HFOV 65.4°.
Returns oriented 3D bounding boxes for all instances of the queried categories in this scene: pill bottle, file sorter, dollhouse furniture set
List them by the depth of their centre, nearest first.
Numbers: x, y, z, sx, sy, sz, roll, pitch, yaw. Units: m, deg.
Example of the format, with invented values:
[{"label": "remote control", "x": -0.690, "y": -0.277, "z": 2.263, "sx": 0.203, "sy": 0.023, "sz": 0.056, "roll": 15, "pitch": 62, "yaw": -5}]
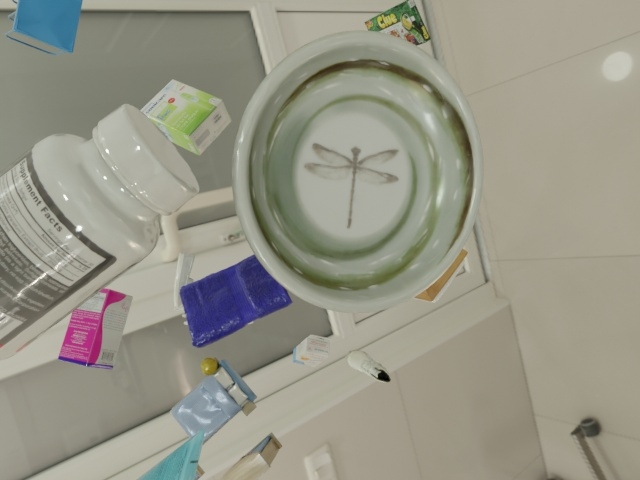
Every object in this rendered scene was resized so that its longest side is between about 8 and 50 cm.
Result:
[{"label": "pill bottle", "x": -0.310, "y": -0.014, "z": 0.593, "sx": 0.176, "sy": 0.318, "sz": 0.176, "roll": 54, "pitch": -176, "yaw": -5}, {"label": "file sorter", "x": -0.609, "y": -0.513, "z": 1.096, "sx": 0.104, "sy": 0.118, "sz": 0.170, "roll": 11, "pitch": 90, "yaw": 42}, {"label": "dollhouse furniture set", "x": -0.290, "y": 0.489, "z": 1.235, "sx": 0.303, "sy": 0.286, "sz": 0.198, "roll": 49, "pitch": 177, "yaw": 10}]

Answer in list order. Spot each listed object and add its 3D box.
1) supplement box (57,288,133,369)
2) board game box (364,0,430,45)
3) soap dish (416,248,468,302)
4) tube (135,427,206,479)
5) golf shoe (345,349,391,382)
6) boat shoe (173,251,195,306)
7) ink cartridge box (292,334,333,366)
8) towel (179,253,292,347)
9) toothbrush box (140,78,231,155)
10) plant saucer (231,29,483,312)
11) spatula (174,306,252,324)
[{"label": "supplement box", "x": -0.651, "y": 0.252, "z": 1.452, "sx": 0.113, "sy": 0.111, "sz": 0.220, "roll": 6, "pitch": 74, "yaw": 20}, {"label": "board game box", "x": 0.240, "y": -0.672, "z": 1.592, "sx": 0.136, "sy": 0.030, "sz": 0.259, "roll": 60, "pitch": 164, "yaw": -19}, {"label": "soap dish", "x": 0.329, "y": 0.087, "z": 1.735, "sx": 0.290, "sy": 0.229, "sz": 0.118, "roll": 9, "pitch": 141, "yaw": 54}, {"label": "tube", "x": -0.206, "y": 0.313, "z": 0.630, "sx": 0.207, "sy": 0.052, "sz": 0.080, "roll": -44, "pitch": 30, "yaw": 32}, {"label": "golf shoe", "x": 0.168, "y": 0.428, "z": 1.691, "sx": 0.069, "sy": 0.176, "sz": 0.086, "roll": -62, "pitch": 15, "yaw": -6}, {"label": "boat shoe", "x": -0.455, "y": 0.133, "z": 1.669, "sx": 0.066, "sy": 0.063, "sz": 0.184, "roll": 177, "pitch": 100, "yaw": -72}, {"label": "ink cartridge box", "x": -0.031, "y": 0.446, "z": 2.009, "sx": 0.181, "sy": 0.104, "sz": 0.062, "roll": 129, "pitch": 151, "yaw": -50}, {"label": "towel", "x": -0.257, "y": 0.158, "z": 1.459, "sx": 0.228, "sy": 0.308, "sz": 0.076, "roll": 58, "pitch": 173, "yaw": 43}, {"label": "toothbrush box", "x": -0.531, "y": -0.489, "z": 1.965, "sx": 0.283, "sy": 0.206, "sz": 0.122, "roll": 28, "pitch": 158, "yaw": 26}, {"label": "plant saucer", "x": 0.057, "y": -0.096, "z": 0.752, "sx": 0.100, "sy": 0.400, "sz": 0.401, "roll": -163, "pitch": 60, "yaw": -67}, {"label": "spatula", "x": -0.355, "y": 0.253, "z": 1.680, "sx": 0.168, "sy": 0.241, "sz": 0.019, "roll": 89, "pitch": 176, "yaw": -58}]
